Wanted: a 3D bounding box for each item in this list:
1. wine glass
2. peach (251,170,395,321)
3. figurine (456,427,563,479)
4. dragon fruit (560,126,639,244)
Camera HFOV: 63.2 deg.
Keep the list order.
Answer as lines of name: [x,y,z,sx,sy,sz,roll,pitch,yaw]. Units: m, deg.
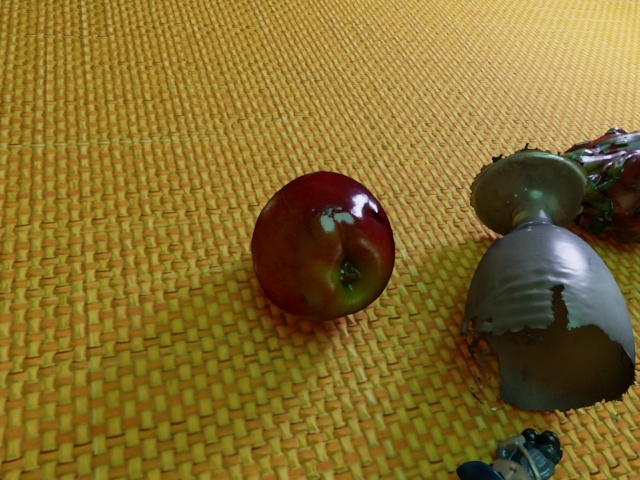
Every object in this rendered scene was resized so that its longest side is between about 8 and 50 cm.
wine glass: [0.285,0.044,0.684,0.191,0.190,0.356,17,48,1]
peach: [0.000,0.000,0.661,0.198,0.197,0.197,8,47,-8]
figurine: [0.209,0.260,0.559,0.136,0.077,0.079,-6,84,-39]
dragon fruit: [0.491,-0.077,0.873,0.269,0.198,0.200,-23,101,-25]
